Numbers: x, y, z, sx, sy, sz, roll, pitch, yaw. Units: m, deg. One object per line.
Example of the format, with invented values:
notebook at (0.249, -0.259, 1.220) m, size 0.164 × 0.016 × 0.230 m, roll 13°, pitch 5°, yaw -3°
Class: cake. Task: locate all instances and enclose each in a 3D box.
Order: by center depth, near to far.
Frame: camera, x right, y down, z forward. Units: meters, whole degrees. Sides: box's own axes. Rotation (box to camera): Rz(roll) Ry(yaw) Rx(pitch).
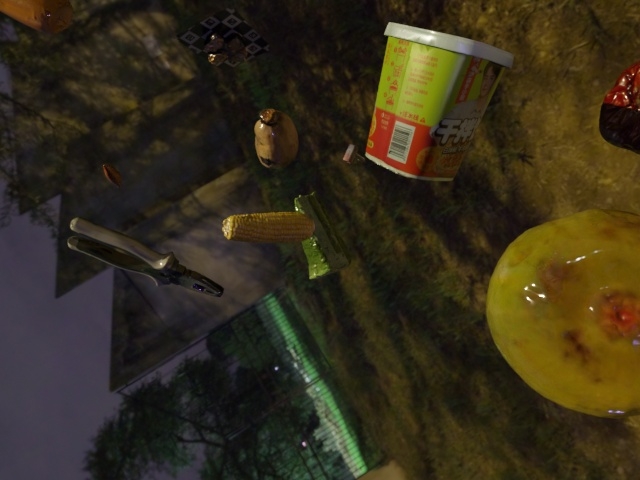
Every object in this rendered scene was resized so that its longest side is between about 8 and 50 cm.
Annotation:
cake at (-0.014, -0.010, 1.324) m, size 0.099 × 0.100 × 0.235 m, roll -39°, pitch 72°, yaw 47°

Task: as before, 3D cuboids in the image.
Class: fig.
fig at (0.442, 0.118, 0.794) m, size 0.343 × 0.343 × 0.343 m, roll 58°, pitch 173°, yaw 12°

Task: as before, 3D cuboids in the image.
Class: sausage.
sausage at (-0.734, -0.586, 1.088) m, size 0.328 × 0.112 × 0.112 m, roll 29°, pitch 173°, yaw -3°

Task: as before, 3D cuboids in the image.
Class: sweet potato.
sweet potato at (-0.549, -0.175, 1.259) m, size 0.034 × 0.034 × 0.095 m, roll 56°, pitch 166°, yaw 24°

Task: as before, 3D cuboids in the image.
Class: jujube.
jujube at (0.857, -0.345, 1.233) m, size 0.213 × 0.213 × 0.232 m, roll 50°, pitch 131°, yaw 52°

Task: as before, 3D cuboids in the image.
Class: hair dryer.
hair dryer at (0.134, -0.306, 1.760) m, size 0.037 × 0.063 × 0.114 m, roll 26°, pitch -177°, yaw 42°

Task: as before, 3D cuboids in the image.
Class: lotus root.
lotus root at (-0.143, -0.319, 1.534) m, size 0.140 × 0.154 × 0.257 m, roll 17°, pitch 160°, yaw 9°

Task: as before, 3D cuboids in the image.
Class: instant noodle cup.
instant noodle cup at (0.254, -0.316, 1.121) m, size 0.294 × 0.294 × 0.307 m, roll 50°, pitch 130°, yaw 53°

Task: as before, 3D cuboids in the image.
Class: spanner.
spanner at (-0.351, 0.045, 0.975) m, size 0.325 × 0.095 × 0.040 m, roll 25°, pitch -135°, yaw -14°

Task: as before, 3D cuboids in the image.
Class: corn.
corn at (-0.103, -0.027, 1.003) m, size 0.067 × 0.206 × 0.067 m, roll 3°, pitch 93°, yaw 58°

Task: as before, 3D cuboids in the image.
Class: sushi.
sushi at (-0.258, -0.528, 1.307) m, size 0.210 × 0.193 × 0.040 m, roll 18°, pitch -120°, yaw -62°
